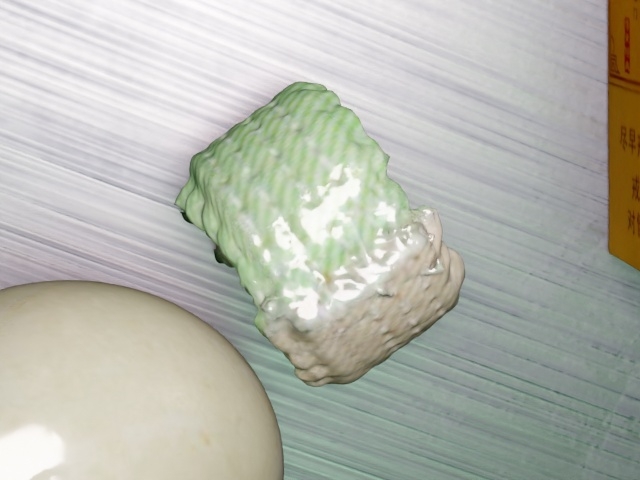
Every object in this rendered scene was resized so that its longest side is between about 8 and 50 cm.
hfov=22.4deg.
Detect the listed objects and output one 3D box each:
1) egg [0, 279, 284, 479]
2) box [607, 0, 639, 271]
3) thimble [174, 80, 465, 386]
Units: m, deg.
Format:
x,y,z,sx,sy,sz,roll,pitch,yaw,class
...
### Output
x,y,z,sx,sy,sz,roll,pitch,yaw,class
-0.188,0.164,1.131,0.336,0.278,0.278,10,102,-54,egg
0.302,-0.169,1.191,0.115,0.264,0.416,-3,101,-7,box
0.000,0.000,1.199,0.150,0.219,0.219,-37,104,-2,thimble
